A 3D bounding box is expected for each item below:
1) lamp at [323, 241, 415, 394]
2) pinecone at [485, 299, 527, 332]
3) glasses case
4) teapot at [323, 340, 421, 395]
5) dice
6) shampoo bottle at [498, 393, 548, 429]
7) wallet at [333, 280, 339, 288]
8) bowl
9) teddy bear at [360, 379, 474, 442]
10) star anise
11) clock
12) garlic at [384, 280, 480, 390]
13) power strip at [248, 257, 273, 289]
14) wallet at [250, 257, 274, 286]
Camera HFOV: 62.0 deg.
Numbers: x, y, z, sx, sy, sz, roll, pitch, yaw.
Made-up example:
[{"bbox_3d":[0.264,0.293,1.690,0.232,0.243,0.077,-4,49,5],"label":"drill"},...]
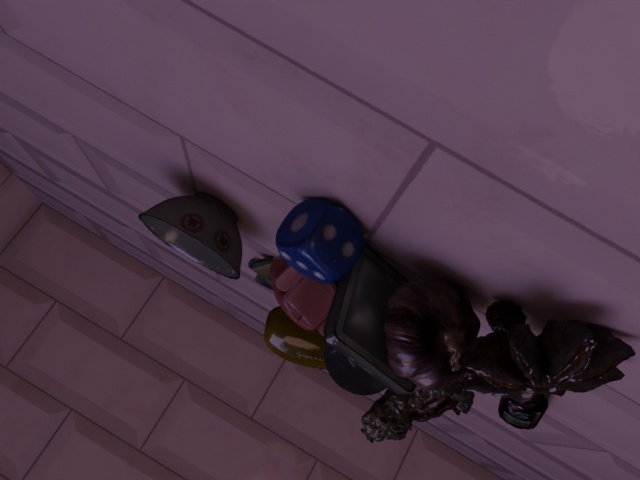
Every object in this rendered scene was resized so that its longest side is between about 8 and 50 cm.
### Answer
[{"bbox_3d":[0.136,0.172,1.201,0.269,0.267,0.047,41,139,-25],"label":"lamp"},{"bbox_3d":[0.375,0.155,1.087,0.077,0.077,0.083,38,-168,-18],"label":"pinecone"},{"bbox_3d":[-0.022,0.363,1.904,0.370,0.141,0.173,16,130,-11],"label":"glasses case"},{"bbox_3d":[0.170,0.328,1.564,0.300,0.253,0.344,43,158,8],"label":"teapot"},{"bbox_3d":[0.000,0.000,1.156,0.146,0.143,0.146,45,158,-27],"label":"dice"},{"bbox_3d":[0.588,0.477,1.551,0.129,0.084,0.323,20,158,23],"label":"shampoo bottle"},{"bbox_3d":[-0.012,0.058,1.452,0.137,0.031,0.255,40,170,46],"label":"wallet"},{"bbox_3d":[-0.344,-0.037,1.569,0.337,0.158,0.337,28,162,10],"label":"bowl"},{"bbox_3d":[0.298,0.549,1.758,0.224,0.368,0.357,42,180,37],"label":"teddy bear"},{"bbox_3d":[0.420,0.233,1.027,0.331,0.118,0.332,-1,143,-1],"label":"star anise"},{"bbox_3d":[-0.051,0.136,1.438,0.227,0.142,0.241,49,173,-16],"label":"clock"},{"bbox_3d":[0.244,0.193,1.119,0.245,0.245,0.160,39,158,-22],"label":"garlic"},{"bbox_3d":[-0.191,0.128,1.931,0.137,0.044,0.216,27,161,10],"label":"power strip"},{"bbox_3d":[-0.148,0.115,1.808,0.110,0.040,0.155,-15,135,35],"label":"wallet"}]
